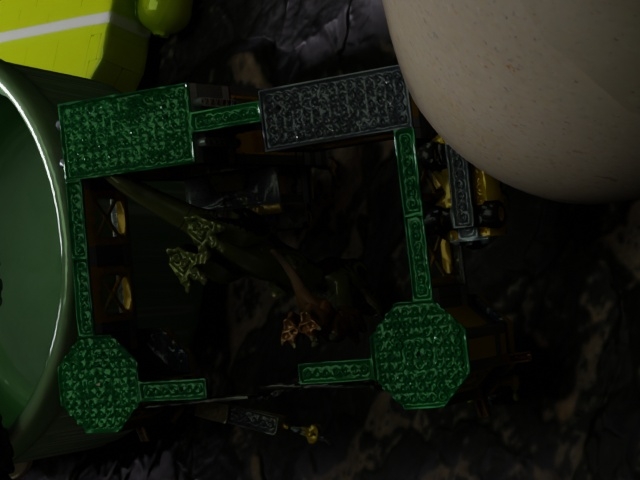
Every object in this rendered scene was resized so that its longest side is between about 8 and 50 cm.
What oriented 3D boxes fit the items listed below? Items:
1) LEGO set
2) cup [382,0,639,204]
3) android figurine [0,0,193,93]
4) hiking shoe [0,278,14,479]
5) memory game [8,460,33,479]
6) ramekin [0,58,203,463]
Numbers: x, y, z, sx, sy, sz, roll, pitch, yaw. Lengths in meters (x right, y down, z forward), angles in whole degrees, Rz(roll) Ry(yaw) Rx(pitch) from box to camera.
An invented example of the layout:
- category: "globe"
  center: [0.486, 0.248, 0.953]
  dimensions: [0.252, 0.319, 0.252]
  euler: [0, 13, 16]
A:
- category: "LEGO set"
  center: [0.000, 0.000, 1.175]
  dimensions: [0.331, 0.192, 0.255]
  euler: [-16, 84, 29]
- category: "cup"
  center: [0.159, -0.152, 0.959]
  dimensions: [0.237, 0.331, 0.331]
  euler: [118, 144, -49]
- category: "android figurine"
  center: [-0.188, -0.191, 1.499]
  dimensions: [0.248, 0.056, 0.272]
  euler: [-5, 72, 46]
- category: "hiking shoe"
  center: [-0.267, 0.073, 1.234]
  dimensions: [0.114, 0.086, 0.226]
  euler: [-9, 84, 38]
- category: "memory game"
  center: [-0.299, 0.197, 1.458]
  dimensions: [0.186, 0.012, 0.186]
  euler: [-5, 73, 17]
- category: "ramekin"
  center: [-0.222, 0.016, 1.353]
  dimensions: [0.303, 0.148, 0.303]
  euler: [-1, 89, 41]
